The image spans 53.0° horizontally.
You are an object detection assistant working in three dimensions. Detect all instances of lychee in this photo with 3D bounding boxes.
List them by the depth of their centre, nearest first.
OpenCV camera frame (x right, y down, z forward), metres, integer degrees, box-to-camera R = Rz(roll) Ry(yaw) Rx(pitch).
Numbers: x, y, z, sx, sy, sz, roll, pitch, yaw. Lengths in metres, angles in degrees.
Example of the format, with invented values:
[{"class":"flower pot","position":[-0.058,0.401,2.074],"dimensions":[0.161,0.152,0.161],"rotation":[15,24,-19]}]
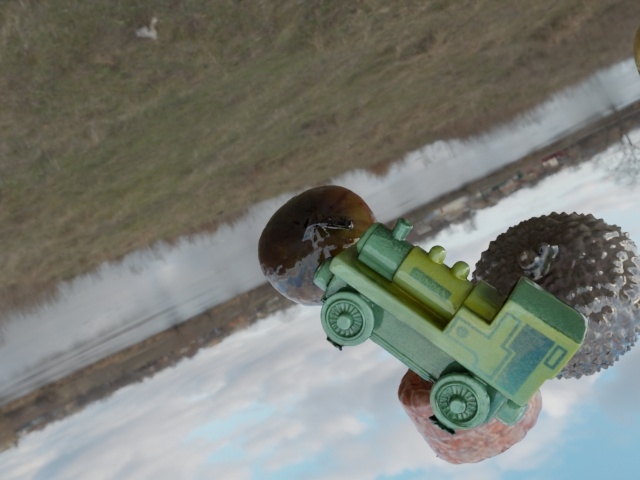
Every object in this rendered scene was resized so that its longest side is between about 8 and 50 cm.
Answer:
[{"class":"lychee","position":[0.534,0.129,1.422],"dimensions":[0.380,0.432,0.380],"rotation":[-22,-134,25]}]

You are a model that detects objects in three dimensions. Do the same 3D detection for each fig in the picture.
[{"class":"fig","position":[0.000,0.005,1.185],"dimensions":[0.235,0.235,0.214],"rotation":[-26,147,27]}]

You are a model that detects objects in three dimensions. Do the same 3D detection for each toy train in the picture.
[{"class":"toy train","position":[0.162,0.104,0.931],"dimensions":[0.237,0.369,0.150],"rotation":[-62,165,25]}]

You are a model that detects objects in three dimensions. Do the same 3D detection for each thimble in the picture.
[{"class":"thimble","position":[0.269,0.272,1.160],"dimensions":[0.239,0.162,0.239],"rotation":[-34,-171,6]}]

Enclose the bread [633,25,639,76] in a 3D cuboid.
[{"class":"bread","position":[0.455,-0.244,0.720],"dimensions":[0.198,0.120,0.236],"rotation":[-33,-173,34]}]
